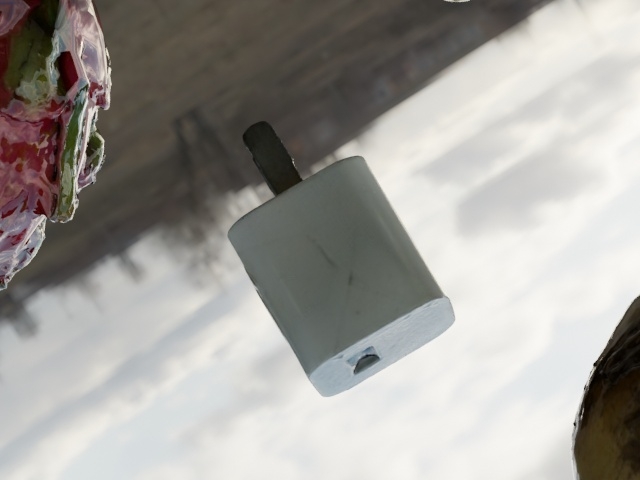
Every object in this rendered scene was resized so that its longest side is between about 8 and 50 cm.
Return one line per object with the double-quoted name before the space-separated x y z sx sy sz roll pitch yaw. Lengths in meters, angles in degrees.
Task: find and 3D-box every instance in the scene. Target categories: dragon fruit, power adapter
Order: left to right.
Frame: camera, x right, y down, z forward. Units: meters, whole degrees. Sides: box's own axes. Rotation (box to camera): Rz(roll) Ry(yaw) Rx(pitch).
"dragon fruit" -0.264 -0.097 1.309 0.231 0.303 0.237 -1 -173 -5
"power adapter" 0.000 0.000 1.440 0.125 0.205 0.130 -31 162 0

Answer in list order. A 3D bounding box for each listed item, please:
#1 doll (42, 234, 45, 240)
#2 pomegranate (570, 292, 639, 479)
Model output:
"doll" -0.294 -0.102 1.500 0.153 0.258 0.195 -34 -133 5
"pomegranate" 0.308 0.123 1.095 0.322 0.322 0.322 -32 -175 3
